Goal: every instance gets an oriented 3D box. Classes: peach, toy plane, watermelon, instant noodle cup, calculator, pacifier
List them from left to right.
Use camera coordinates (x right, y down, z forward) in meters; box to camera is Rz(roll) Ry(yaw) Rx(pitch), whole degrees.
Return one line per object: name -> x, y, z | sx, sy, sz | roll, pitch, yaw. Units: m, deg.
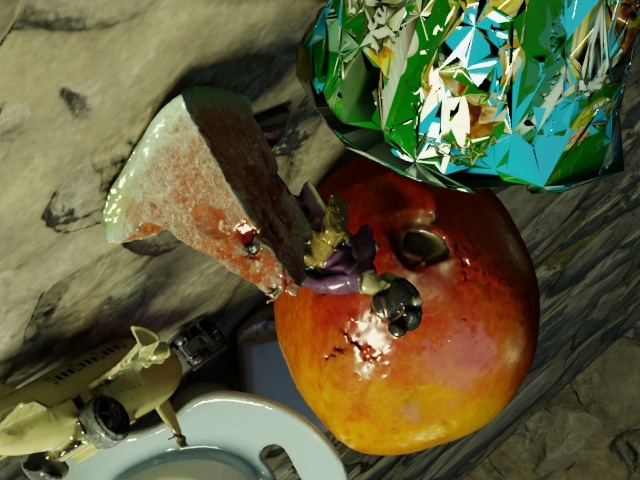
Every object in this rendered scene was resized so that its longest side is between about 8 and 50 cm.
toy plane -> -0.186, 0.128, 1.174 | 0.242, 0.104, 0.256 | -36, 161, 28
toy plane -> -0.132, 0.113, 1.338 | 0.145, 0.037, 0.060 | -34, 170, -39
pacifier -> -0.110, 0.227, 1.389 | 0.299, 0.244, 0.233 | -17, -149, 14
watermelon -> -0.058, -0.043, 1.012 | 0.098, 0.158, 0.121 | -19, 123, -51
calculator -> -0.032, 0.138, 1.477 | 0.100, 0.032, 0.175 | -10, 124, -13
peach -> 0.073, 0.056, 1.304 | 0.281, 0.238, 0.281 | -56, 157, -38
instant noodle cup -> 0.113, -0.166, 0.960 | 0.240, 0.240, 0.178 | -28, 147, -40

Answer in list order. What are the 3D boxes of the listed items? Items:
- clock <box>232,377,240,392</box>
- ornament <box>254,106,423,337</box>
clock -> -0.014, 0.124, 1.584 | 0.205, 0.051, 0.205 | -36, 158, -17
ornament -> 0.003, -0.005, 1.113 | 0.081, 0.203, 0.088 | -36, 160, -46
